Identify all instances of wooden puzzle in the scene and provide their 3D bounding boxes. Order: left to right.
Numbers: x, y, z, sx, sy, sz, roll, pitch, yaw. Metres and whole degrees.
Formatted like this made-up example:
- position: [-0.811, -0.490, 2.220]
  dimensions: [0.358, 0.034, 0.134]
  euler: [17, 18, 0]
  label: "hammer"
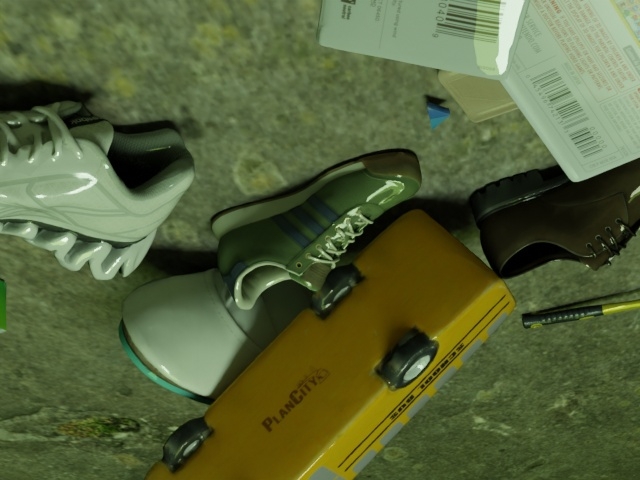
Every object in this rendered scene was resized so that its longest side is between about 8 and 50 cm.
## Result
- position: [0.126, -0.114, 0.843]
  dimensions: [0.116, 0.014, 0.078]
  euler: [-15, 151, 14]
  label: "wooden puzzle"

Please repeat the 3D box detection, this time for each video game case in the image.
- position: [0.174, -0.150, 0.641]
  dimensions: [0.206, 0.026, 0.227]
  euler: [-23, 123, 31]
  label: "video game case"

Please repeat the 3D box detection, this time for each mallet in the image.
- position: [0.312, 0.071, 1.287]
  dimensions: [0.189, 0.039, 0.062]
  euler: [-8, 156, 11]
  label: "mallet"

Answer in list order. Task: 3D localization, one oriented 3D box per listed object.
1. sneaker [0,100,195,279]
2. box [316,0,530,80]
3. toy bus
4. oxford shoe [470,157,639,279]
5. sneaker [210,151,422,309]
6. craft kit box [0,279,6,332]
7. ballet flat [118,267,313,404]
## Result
- position: [-0.210, -0.051, 0.784]
  dimensions: [0.292, 0.110, 0.118]
  euler: [7, 146, -47]
  label: "sneaker"
- position: [0.057, -0.151, 0.588]
  dimensions: [0.102, 0.087, 0.101]
  euler: [12, 135, 3]
  label: "box"
- position: [0.011, 0.128, 1.014]
  dimensions: [0.333, 0.108, 0.130]
  euler: [-46, 155, -1]
  label: "toy bus"
- position: [0.240, -0.023, 0.981]
  dimensions: [0.227, 0.096, 0.083]
  euler: [-23, 150, 27]
  label: "oxford shoe"
- position: [0.000, 0.000, 0.964]
  dimensions: [0.192, 0.086, 0.064]
  euler: [-19, 154, 23]
  label: "sneaker"
- position: [-0.435, 0.049, 0.983]
  dimensions: [0.249, 0.061, 0.246]
  euler: [-16, 152, 18]
  label: "craft kit box"
- position: [-0.036, 0.087, 1.130]
  dimensions: [0.139, 0.139, 0.400]
  euler: [-18, 158, 22]
  label: "ballet flat"
